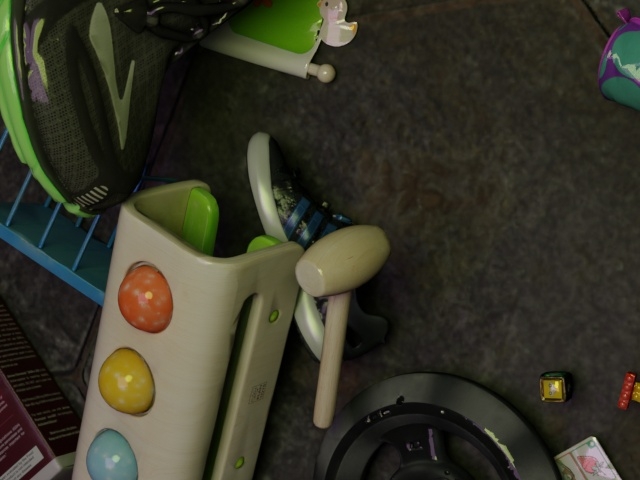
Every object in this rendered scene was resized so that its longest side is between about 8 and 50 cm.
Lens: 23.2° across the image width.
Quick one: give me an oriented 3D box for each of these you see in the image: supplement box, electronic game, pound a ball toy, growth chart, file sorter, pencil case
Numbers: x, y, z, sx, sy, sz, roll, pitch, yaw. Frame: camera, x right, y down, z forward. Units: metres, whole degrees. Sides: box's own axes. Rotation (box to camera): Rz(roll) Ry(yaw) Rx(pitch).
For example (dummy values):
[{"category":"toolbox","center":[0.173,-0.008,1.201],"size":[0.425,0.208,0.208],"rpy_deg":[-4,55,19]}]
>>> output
[{"category":"supplement box","center":[-0.323,0.144,1.449],"size":[0.130,0.073,0.239],"rpy_deg":[-41,76,22]},{"category":"electronic game","center":[0.093,0.219,1.255],"size":[0.229,0.048,0.229],"rpy_deg":[3,96,30]},{"category":"pound a ball toy","center":[-0.089,0.101,1.238],"size":[0.208,0.135,0.319],"rpy_deg":[33,122,32]},{"category":"growth chart","center":[-0.037,-0.259,1.313],"size":[0.172,0.021,0.237],"rpy_deg":[10,98,25]},{"category":"file sorter","center":[-0.197,-0.028,1.353],"size":[0.170,0.118,0.104],"rpy_deg":[32,103,22]},{"category":"pencil case","center":[0.279,-0.114,1.134],"size":[0.151,0.064,0.070],"rpy_deg":[21,118,24]}]

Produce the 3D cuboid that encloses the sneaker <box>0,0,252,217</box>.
[{"category":"sneaker","center":[-0.102,-0.246,1.191],"size":[0.202,0.185,0.483],"rpy_deg":[18,85,26]}]

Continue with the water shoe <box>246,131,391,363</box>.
[{"category":"water shoe","center":[0.000,0.000,1.291],"size":[0.080,0.073,0.203],"rpy_deg":[-19,87,4]}]

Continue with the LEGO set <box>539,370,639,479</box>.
[{"category":"LEGO set","center":[0.264,0.184,1.161],"size":[0.182,0.060,0.244],"rpy_deg":[-34,81,24]}]
